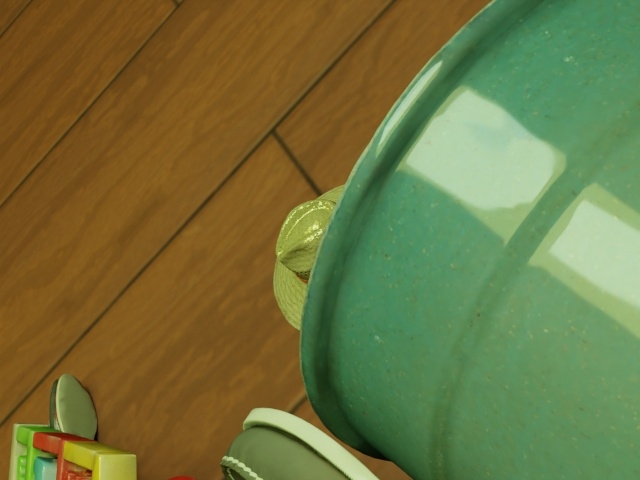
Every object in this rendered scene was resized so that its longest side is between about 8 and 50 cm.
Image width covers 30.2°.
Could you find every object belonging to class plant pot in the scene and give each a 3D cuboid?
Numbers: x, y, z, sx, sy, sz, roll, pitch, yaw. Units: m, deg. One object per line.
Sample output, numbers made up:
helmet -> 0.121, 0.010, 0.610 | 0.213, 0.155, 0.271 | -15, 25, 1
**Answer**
plant pot -> 0.223, 0.073, 0.562 | 0.341, 0.341, 0.334 | -52, 52, 5

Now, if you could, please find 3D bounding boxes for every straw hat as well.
straw hat -> 0.000, 0.000, 0.958 | 0.145, 0.061, 0.144 | -19, 57, 31

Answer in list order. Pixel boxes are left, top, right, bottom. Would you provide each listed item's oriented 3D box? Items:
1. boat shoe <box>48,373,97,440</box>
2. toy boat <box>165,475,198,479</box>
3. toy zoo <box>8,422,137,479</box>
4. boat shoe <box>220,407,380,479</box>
boat shoe -> -0.226, 0.185, 1.061 | 0.043, 0.049, 0.137 | -33, 55, 25
toy boat -> -0.014, 0.288, 0.760 | 0.268, 0.148, 0.318 | -31, 43, -15
toy zoo -> -0.192, 0.247, 0.902 | 0.293, 0.030, 0.192 | -7, 79, 61
boat shoe -> 0.029, 0.193, 0.653 | 0.091, 0.109, 0.305 | -43, 43, -16
